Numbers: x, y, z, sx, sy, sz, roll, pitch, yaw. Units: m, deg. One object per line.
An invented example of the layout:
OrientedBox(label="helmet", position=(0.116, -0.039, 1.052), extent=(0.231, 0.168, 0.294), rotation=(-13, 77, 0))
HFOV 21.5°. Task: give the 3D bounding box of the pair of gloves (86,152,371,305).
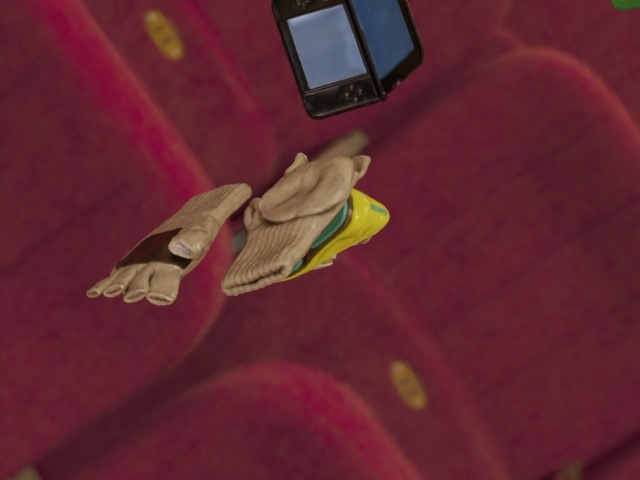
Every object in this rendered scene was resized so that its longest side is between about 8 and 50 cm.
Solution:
OrientedBox(label="pair of gloves", position=(-0.078, -0.014, 1.505), extent=(0.042, 0.240, 0.204), rotation=(61, 41, -20))

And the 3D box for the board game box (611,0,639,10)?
OrientedBox(label="board game box", position=(0.307, -0.050, 1.003), extent=(0.390, 0.050, 0.390), rotation=(-22, 101, -47))

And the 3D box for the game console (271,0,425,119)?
OrientedBox(label="game console", position=(0.025, -0.212, 1.689), extent=(0.085, 0.124, 0.144), rotation=(88, -16, -72))

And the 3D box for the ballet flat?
OrientedBox(label="ballet flat", position=(0.000, 0.000, 1.995), extent=(0.077, 0.231, 0.077), rotation=(8, 67, -33))
